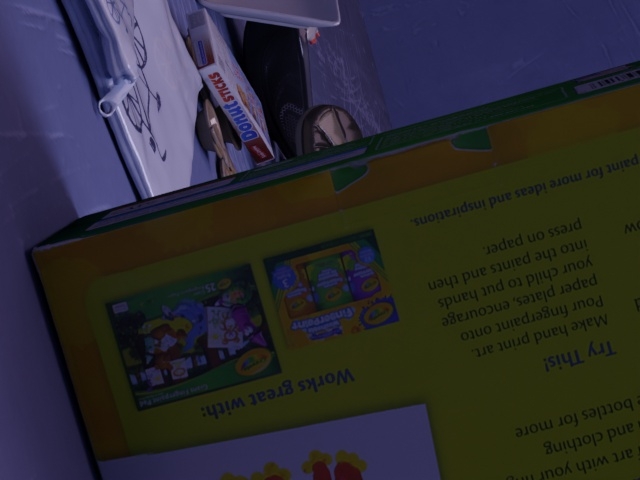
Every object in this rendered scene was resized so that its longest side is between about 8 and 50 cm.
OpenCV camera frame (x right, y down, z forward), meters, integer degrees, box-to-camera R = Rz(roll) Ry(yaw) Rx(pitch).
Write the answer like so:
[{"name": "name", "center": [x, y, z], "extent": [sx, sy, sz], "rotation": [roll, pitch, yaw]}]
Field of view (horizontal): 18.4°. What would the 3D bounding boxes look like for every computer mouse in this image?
[{"name": "computer mouse", "center": [-0.043, -0.153, 2.132], "extent": [0.188, 0.072, 0.272], "rotation": [-93, 178, -67]}]

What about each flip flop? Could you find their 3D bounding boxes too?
[{"name": "flip flop", "center": [0.000, 0.000, 2.026], "extent": [0.112, 0.080, 0.277], "rotation": [-15, 100, -53]}]

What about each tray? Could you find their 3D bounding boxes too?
[{"name": "tray", "center": [-0.060, -0.292, 2.056], "extent": [0.270, 0.145, 0.030], "rotation": [-96, -164, -53]}]

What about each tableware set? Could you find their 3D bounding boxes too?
[{"name": "tableware set", "center": [-0.092, -0.103, 1.817], "extent": [0.141, 0.020, 0.169], "rotation": [65, 12, -51]}]

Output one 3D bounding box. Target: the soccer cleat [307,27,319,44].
[{"name": "soccer cleat", "center": [-0.044, -0.280, 2.399], "extent": [0.076, 0.068, 0.196], "rotation": [55, 13, -22]}]

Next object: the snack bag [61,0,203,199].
[{"name": "snack bag", "center": [-0.149, -0.189, 1.507], "extent": [0.323, 0.037, 0.343], "rotation": [-93, 166, -60]}]

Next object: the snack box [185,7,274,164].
[{"name": "snack box", "center": [-0.081, -0.139, 1.808], "extent": [0.178, 0.022, 0.064], "rotation": [59, 14, -60]}]

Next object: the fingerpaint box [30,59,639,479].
[{"name": "fingerpaint box", "center": [0.103, 0.111, 1.184], "extent": [0.163, 0.444, 0.371], "rotation": [-61, 134, -81]}]
